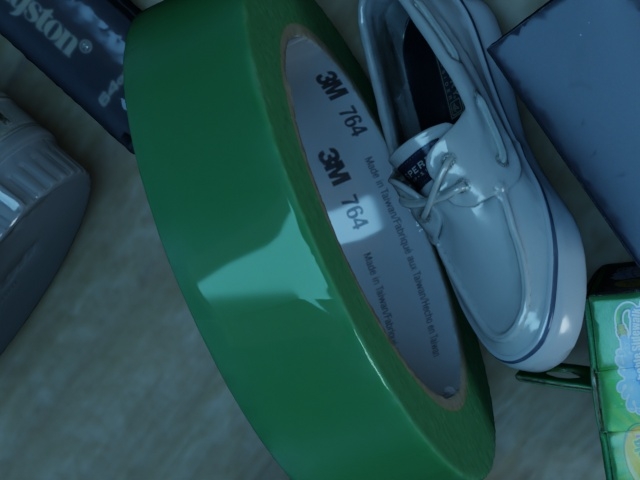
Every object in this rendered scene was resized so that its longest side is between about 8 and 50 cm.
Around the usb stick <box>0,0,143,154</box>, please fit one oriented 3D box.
[{"bbox_3d":[-0.189,-0.166,1.289,0.278,0.045,0.077,42,103,4],"label":"usb stick"}]

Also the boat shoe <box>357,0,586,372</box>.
[{"bbox_3d":[0.077,-0.040,1.175,0.095,0.084,0.258,-42,54,37],"label":"boat shoe"}]

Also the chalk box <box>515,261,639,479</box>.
[{"bbox_3d":[0.227,0.080,1.187,0.213,0.132,0.132,-7,95,14],"label":"chalk box"}]

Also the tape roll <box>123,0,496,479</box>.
[{"bbox_3d":[0.000,0.000,1.127,0.077,0.321,0.321,-23,92,14],"label":"tape roll"}]

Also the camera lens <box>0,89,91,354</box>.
[{"bbox_3d":[-0.312,-0.037,1.243,0.274,0.219,0.219,34,103,6],"label":"camera lens"}]

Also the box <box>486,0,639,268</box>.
[{"bbox_3d":[0.186,-0.079,1.161,0.093,0.158,0.156,-35,88,14],"label":"box"}]
